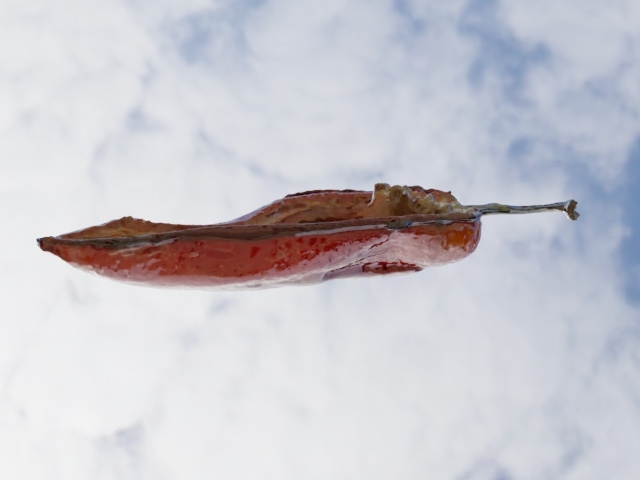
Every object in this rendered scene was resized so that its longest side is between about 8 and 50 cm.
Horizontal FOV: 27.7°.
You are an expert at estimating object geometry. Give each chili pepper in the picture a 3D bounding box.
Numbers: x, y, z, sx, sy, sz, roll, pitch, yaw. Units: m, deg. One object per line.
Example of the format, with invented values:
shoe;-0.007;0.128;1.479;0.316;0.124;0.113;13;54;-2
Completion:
chili pepper;0.000;0.000;0.618;0.267;0.051;0.059;-8;-151;-20
